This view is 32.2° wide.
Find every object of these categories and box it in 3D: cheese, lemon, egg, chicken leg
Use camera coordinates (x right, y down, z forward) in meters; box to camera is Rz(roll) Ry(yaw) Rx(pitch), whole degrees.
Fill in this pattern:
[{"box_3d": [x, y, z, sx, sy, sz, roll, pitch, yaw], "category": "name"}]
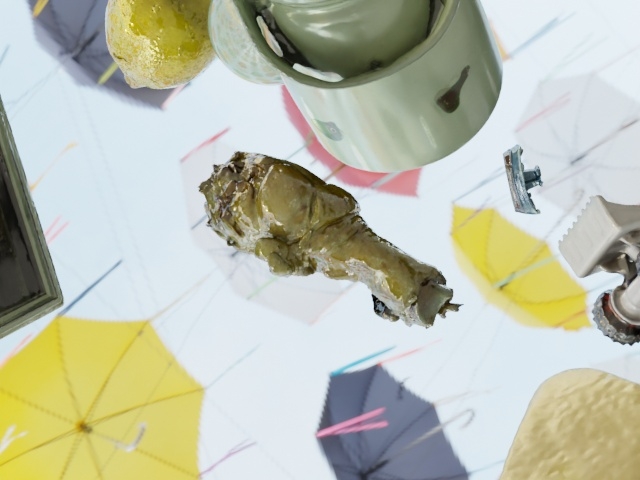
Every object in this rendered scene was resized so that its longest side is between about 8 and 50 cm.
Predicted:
[{"box_3d": [0.362, 0.291, 1.403, 0.384, 0.383, 0.104, -48, -56, -38], "category": "cheese"}, {"box_3d": [-0.220, -0.302, 1.565, 0.173, 0.206, 0.173, 27, -148, -18], "category": "lemon"}, {"box_3d": [-0.060, -0.259, 1.323, 0.149, 0.192, 0.150, 1, -95, -14], "category": "egg"}, {"box_3d": [0.000, 0.000, 0.851, 0.227, 0.103, 0.088, 34, -91, 23], "category": "chicken leg"}]

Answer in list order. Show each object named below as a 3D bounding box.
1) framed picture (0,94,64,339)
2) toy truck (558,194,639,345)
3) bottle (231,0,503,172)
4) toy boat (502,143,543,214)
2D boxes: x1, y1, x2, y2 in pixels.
[{"box_3d": [-0.307, -0.044, 0.810, 0.232, 0.019, 0.296, -33, -66, -49], "category": "framed picture"}, {"box_3d": [0.362, 0.073, 1.092, 0.111, 0.136, 0.286, -26, -112, -27], "category": "toy truck"}, {"box_3d": [0.035, -0.227, 1.007, 0.352, 0.229, 0.229, 56, -143, -54], "category": "bottle"}, {"box_3d": [0.363, -0.105, 1.968, 0.060, 0.060, 0.137, -82, -22, -67], "category": "toy boat"}]
